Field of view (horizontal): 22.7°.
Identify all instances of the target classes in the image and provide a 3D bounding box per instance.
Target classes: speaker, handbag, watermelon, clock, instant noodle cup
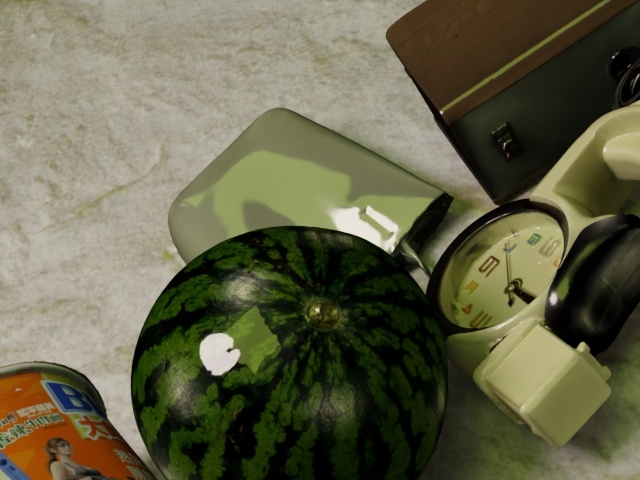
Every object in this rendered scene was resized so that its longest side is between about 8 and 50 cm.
[{"bbox_3d":[0.215,-0.186,1.616,0.231,0.153,0.192,-34,43,3],"label":"speaker"},{"bbox_3d":[0.000,0.000,1.635,0.241,0.109,0.315,-46,48,-9],"label":"handbag"},{"bbox_3d":[-0.025,0.125,1.423,0.285,0.285,0.285,-17,47,19],"label":"watermelon"},{"bbox_3d":[0.270,-0.006,1.447,0.379,0.120,0.276,-47,33,1],"label":"clock"},{"bbox_3d":[-0.249,0.282,1.441,0.214,0.296,0.296,34,76,36],"label":"instant noodle cup"}]
